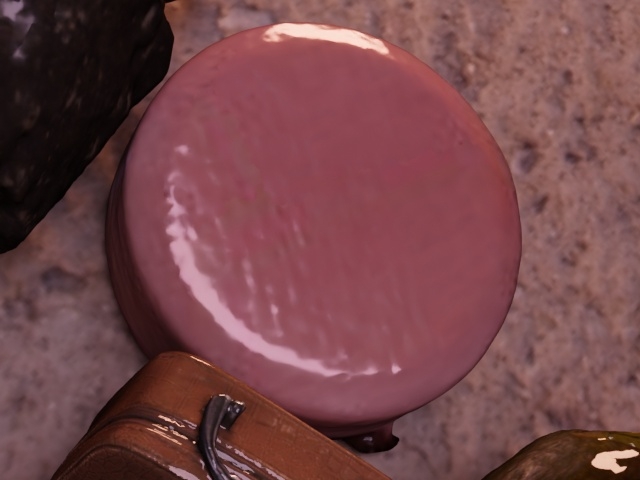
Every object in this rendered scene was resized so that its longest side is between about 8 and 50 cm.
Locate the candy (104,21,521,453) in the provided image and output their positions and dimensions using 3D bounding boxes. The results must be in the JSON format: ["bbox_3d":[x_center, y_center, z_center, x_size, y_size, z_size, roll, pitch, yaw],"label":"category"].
[{"bbox_3d":[0.000,0.000,0.729,0.255,0.094,0.255,6,70,-18],"label":"candy"}]

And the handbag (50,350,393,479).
[{"bbox_3d":[-0.036,0.147,0.634,0.193,0.151,0.072,36,47,-5],"label":"handbag"}]

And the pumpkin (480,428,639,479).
[{"bbox_3d":[0.208,0.235,0.654,0.317,0.222,0.139,40,63,-4],"label":"pumpkin"}]

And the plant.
[{"bbox_3d":[-0.156,-0.163,0.665,0.181,0.194,0.321,18,61,7],"label":"plant"}]
